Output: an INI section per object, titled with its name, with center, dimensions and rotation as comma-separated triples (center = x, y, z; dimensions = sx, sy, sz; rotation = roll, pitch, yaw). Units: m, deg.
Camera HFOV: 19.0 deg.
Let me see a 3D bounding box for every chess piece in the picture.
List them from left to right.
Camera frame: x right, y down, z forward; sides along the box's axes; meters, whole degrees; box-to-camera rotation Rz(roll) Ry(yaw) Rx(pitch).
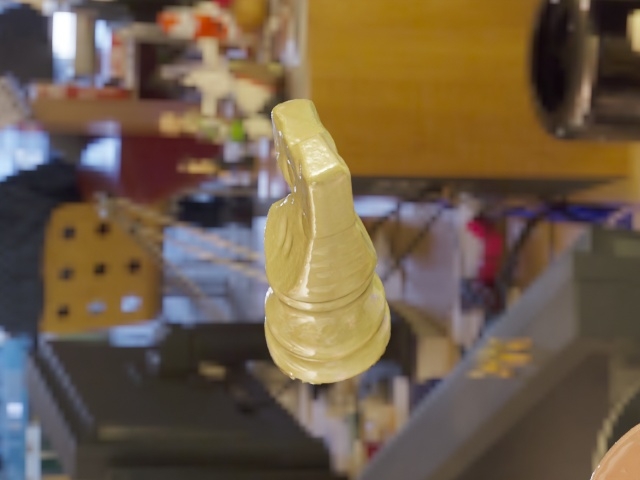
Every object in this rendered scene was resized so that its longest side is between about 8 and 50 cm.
[chess piece]
center = 0.000, 0.000, 1.248
dimensions = 0.200, 0.090, 0.090
rotation = 85, 174, -49

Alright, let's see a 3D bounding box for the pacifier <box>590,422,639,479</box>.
[pacifier]
center = 0.308, 0.266, 1.331
dimensions = 0.273, 0.220, 0.332
rotation = -96, -5, -84
